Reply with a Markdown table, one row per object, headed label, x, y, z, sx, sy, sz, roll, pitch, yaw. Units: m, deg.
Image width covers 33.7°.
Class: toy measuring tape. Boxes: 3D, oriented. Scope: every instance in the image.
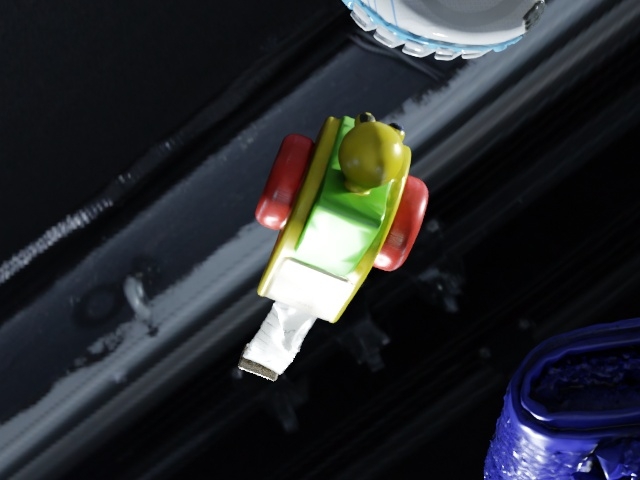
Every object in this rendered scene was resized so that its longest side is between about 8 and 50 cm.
| label | x | y | z | sx | sy | sz | roll | pitch | yaw |
| --- | --- | --- | --- | --- | --- | --- | --- | --- | --- |
| toy measuring tape | 0.000 | 0.000 | 0.793 | 0.121 | 0.121 | 0.330 | -2 | -27 | -17 |

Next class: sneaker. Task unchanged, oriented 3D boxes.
| label | x | y | z | sx | sy | sz | roll | pitch | yaw |
| --- | --- | --- | --- | --- | --- | --- | --- | --- | --- |
| sneaker | 0.024 | -0.158 | 0.513 | 0.071 | 0.191 | 0.083 | -51 | -19 | -23 |

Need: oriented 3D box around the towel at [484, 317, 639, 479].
| label | x | y | z | sx | sy | sz | roll | pitch | yaw |
| --- | --- | --- | --- | --- | --- | --- | --- | --- | --- |
| towel | 0.191 | 0.102 | 0.488 | 0.228 | 0.076 | 0.308 | -10 | -22 | 2 |
